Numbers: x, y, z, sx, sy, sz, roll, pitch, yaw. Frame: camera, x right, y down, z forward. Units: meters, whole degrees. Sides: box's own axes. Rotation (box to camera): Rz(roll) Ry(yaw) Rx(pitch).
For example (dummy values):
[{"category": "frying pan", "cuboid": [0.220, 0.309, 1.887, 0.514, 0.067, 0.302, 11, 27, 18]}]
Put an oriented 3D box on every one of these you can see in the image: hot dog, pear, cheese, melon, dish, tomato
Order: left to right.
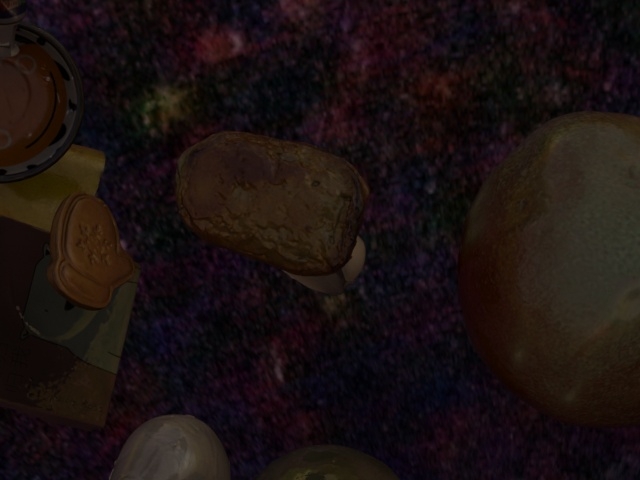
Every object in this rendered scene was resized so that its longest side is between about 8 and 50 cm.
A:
[{"category": "dish", "cuboid": [-0.543, -0.239, 1.950, 0.303, 0.303, 0.120, -35, 23, -11]}, {"category": "pear", "cuboid": [-0.516, -0.081, 2.118, 0.178, 0.267, 0.267, 28, 59, -23]}, {"category": "cheese", "cuboid": [-0.211, 0.344, 1.691, 0.154, 0.198, 0.189, -21, 45, 20]}, {"category": "hot dog", "cuboid": [-0.066, -0.054, 1.576, 0.259, 0.114, 0.175, 18, 97, 6]}, {"category": "melon", "cuboid": [0.002, 0.398, 1.547, 0.272, 0.272, 0.308, 23, 24, 23]}, {"category": "tomato", "cuboid": [0.283, 0.021, 1.113, 0.303, 0.239, 0.303, 3, 60, -5]}]

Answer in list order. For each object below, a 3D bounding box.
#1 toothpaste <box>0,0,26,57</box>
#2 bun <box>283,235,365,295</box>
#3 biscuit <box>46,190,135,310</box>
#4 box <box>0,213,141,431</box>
[{"category": "toothpaste", "cuboid": [-0.362, -0.339, 1.332, 0.061, 0.266, 0.096, 22, 32, 16]}, {"category": "bun", "cuboid": [0.000, 0.000, 1.959, 0.173, 0.173, 0.120, 23, 62, 23]}, {"category": "biscuit", "cuboid": [-0.248, 0.013, 1.294, 0.023, 0.118, 0.140, -24, 56, 30]}, {"category": "box", "cuboid": [-0.340, 0.100, 1.394, 0.086, 0.215, 0.215, -6, 68, 48]}]
